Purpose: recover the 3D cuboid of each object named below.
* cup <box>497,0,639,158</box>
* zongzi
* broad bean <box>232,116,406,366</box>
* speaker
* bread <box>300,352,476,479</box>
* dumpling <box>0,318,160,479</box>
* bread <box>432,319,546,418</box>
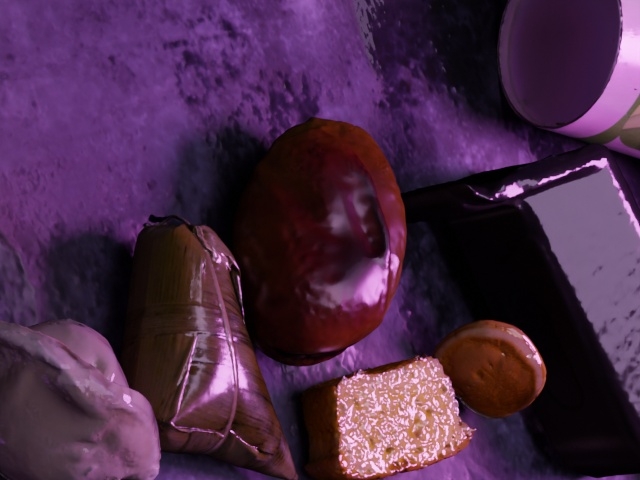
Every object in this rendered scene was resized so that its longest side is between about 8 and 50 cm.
[{"bbox_3d":[0.344,-0.195,2.008,0.274,0.253,0.253,8,73,-35],"label":"cup"},{"bbox_3d":[-0.078,0.088,1.612,0.204,0.094,0.205,22,64,-43],"label":"zongzi"},{"bbox_3d":[-0.003,0.001,1.689,0.156,0.122,0.228,13,61,-14],"label":"broad bean"},{"bbox_3d":[0.230,0.080,1.863,0.184,0.180,0.388,-36,103,-36],"label":"speaker"},{"bbox_3d":[0.057,0.163,1.741,0.187,0.065,0.103,-13,86,-44],"label":"bread"},{"bbox_3d":[-0.192,0.125,1.463,0.199,0.136,0.118,51,41,-35],"label":"dumpling"},{"bbox_3d":[0.159,0.121,1.823,0.110,0.110,0.024,50,29,-22],"label":"bread"}]
